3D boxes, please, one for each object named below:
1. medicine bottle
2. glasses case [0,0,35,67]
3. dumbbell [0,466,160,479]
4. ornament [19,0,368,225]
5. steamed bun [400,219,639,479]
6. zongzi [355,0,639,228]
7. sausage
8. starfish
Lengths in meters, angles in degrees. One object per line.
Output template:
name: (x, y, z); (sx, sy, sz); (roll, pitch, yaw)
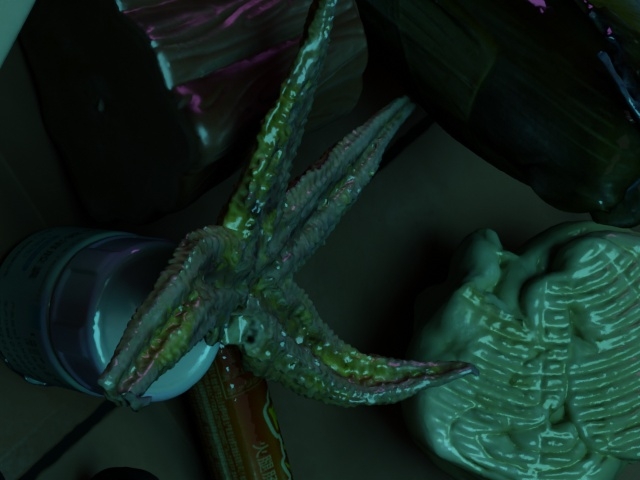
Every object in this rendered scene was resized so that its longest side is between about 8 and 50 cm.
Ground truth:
medicine bottle: (-0.169, 0.058, 1.378); (0.135, 0.168, 0.135); (-4, 97, -36)
glasses case: (-0.283, -0.161, 1.302); (0.070, 0.131, 0.313); (34, 74, -33)
dumbbell: (-0.219, 0.243, 1.370); (0.325, 0.143, 0.143); (11, 87, -37)
ornament: (-0.092, -0.138, 1.412); (0.217, 0.235, 0.221); (-27, 135, -35)
steamed bun: (0.212, 0.112, 1.650); (0.276, 0.203, 0.289); (27, 74, -9)
zongzi: (0.097, -0.209, 1.445); (0.432, 0.403, 0.208); (28, 111, -28)
sausage: (-0.076, 0.151, 1.516); (0.083, 0.083, 0.264); (-26, 110, -32)
starfish: (-0.009, 0.000, 1.314); (0.398, 0.132, 0.384); (42, 65, -52)
